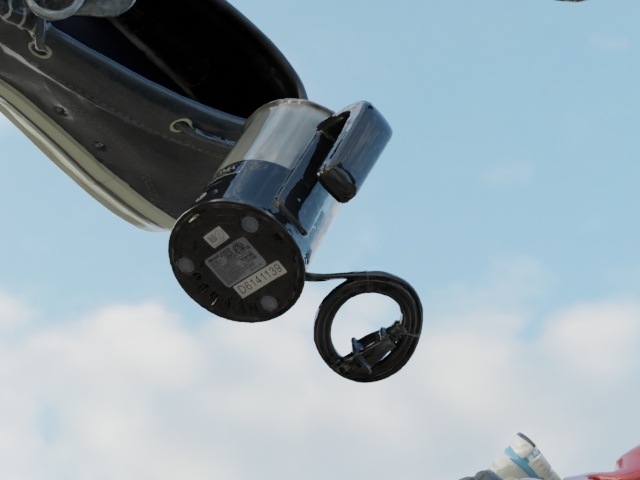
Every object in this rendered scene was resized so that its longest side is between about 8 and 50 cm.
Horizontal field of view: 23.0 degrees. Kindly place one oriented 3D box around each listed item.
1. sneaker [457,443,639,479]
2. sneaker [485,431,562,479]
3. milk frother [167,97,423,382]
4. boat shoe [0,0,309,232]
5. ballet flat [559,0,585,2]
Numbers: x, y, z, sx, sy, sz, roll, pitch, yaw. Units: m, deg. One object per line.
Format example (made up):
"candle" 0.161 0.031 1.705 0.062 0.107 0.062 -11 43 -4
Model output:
"sneaker" 0.152 0.121 0.571 0.276 0.135 0.097 -23 -41 -15
"sneaker" 0.200 0.261 1.385 0.083 0.071 0.190 -38 -78 0
"milk frother" 0.000 0.000 0.955 0.129 0.135 0.143 -13 -64 26
"boat shoe" -0.187 -0.180 0.985 0.156 0.187 0.500 -25 -45 27
"ballet flat" 0.107 -0.122 0.691 0.114 0.041 0.041 -6 -30 -26
